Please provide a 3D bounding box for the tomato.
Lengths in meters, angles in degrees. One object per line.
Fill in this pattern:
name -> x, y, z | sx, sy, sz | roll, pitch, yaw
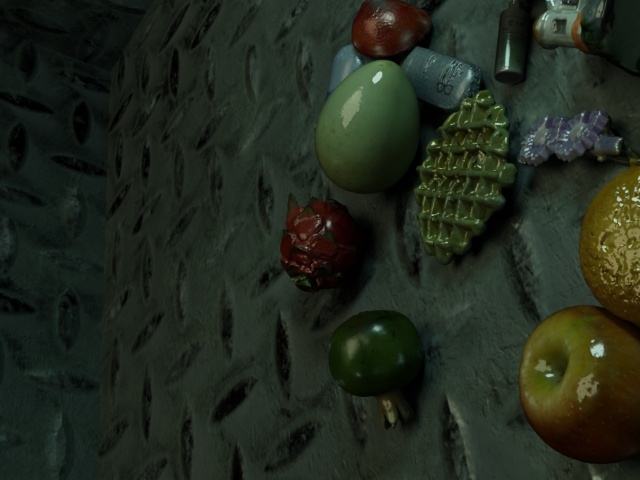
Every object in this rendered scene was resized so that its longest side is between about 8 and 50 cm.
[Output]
tomato -> 0.150, -0.488, 2.051 | 0.173, 0.099, 0.189 | 14, 52, 37

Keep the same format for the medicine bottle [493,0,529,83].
medicine bottle -> 0.366, -0.397, 1.773 | 0.057, 0.057, 0.199 | -15, 61, 56

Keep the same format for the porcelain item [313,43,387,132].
porcelain item -> 0.073, -0.345, 2.129 | 0.141, 0.141, 0.259 | -6, 55, 58

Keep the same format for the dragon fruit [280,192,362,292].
dragon fruit -> 0.000, 0.000, 2.048 | 0.193, 0.192, 0.274 | -16, 41, 23

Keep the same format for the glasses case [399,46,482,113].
glasses case -> 0.241, -0.333, 1.936 | 0.109, 0.067, 0.282 | -65, 32, 9

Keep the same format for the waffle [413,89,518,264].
waffle -> 0.264, -0.117, 1.764 | 0.309, 0.056, 0.292 | -52, 32, 44

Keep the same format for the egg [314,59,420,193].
egg -> 0.102, -0.236, 1.943 | 0.218, 0.218, 0.295 | -110, 28, -47

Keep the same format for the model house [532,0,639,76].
model house -> 0.445, -0.416, 1.518 | 0.301, 0.190, 0.271 | 25, 98, 61

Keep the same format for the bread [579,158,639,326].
bread -> 0.469, 0.011, 1.270 | 0.240, 0.139, 0.240 | -14, 63, 28

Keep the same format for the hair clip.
hair clip -> 0.417, -0.162, 1.555 | 0.106, 0.084, 0.292 | -57, 24, -8

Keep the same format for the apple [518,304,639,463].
apple -> 0.388, 0.202, 1.309 | 0.210, 0.173, 0.235 | -53, 26, 39

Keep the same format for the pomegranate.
pomegranate -> 0.112, 0.242, 1.760 | 0.187, 0.187, 0.225 | -29, 75, 50
